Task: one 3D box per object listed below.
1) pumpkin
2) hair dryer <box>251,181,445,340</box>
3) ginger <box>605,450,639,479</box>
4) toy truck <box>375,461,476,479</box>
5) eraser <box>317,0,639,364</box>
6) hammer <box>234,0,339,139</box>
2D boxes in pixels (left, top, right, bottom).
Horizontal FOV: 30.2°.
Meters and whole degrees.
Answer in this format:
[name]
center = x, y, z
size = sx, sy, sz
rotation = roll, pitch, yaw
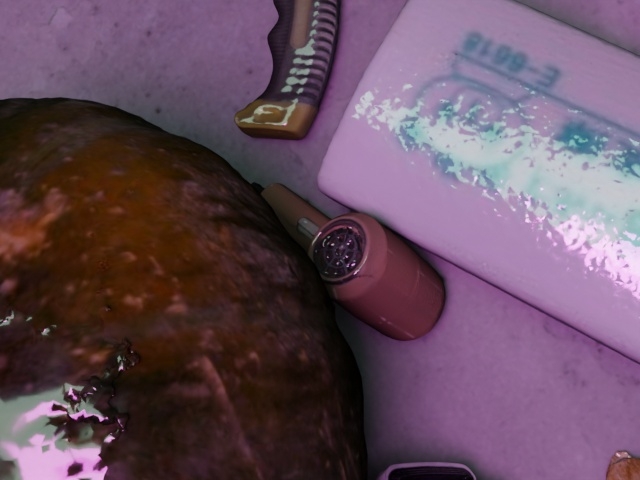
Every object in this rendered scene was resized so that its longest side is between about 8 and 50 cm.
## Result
[pumpkin]
center = -0.189, 0.131, 0.753
size = 0.454, 0.344, 0.454
rotation = -2, 86, 26
[hair dryer]
center = 0.000, 0.000, 0.870
size = 0.182, 0.117, 0.064
rotation = 33, 88, 38
[ginger]
center = 0.259, 0.180, 0.794
size = 0.137, 0.044, 0.057
rotation = 7, 113, 22
[toy truck]
center = 0.072, 0.263, 0.781
size = 0.116, 0.110, 0.216
rotation = -41, 54, 41
[eraser]
center = 0.164, -0.050, 0.825
size = 0.290, 0.104, 0.189
rotation = 28, 93, 18
[hammer]
center = -0.012, -0.190, 0.926
size = 0.159, 0.041, 0.226
rotation = 7, 82, 18
